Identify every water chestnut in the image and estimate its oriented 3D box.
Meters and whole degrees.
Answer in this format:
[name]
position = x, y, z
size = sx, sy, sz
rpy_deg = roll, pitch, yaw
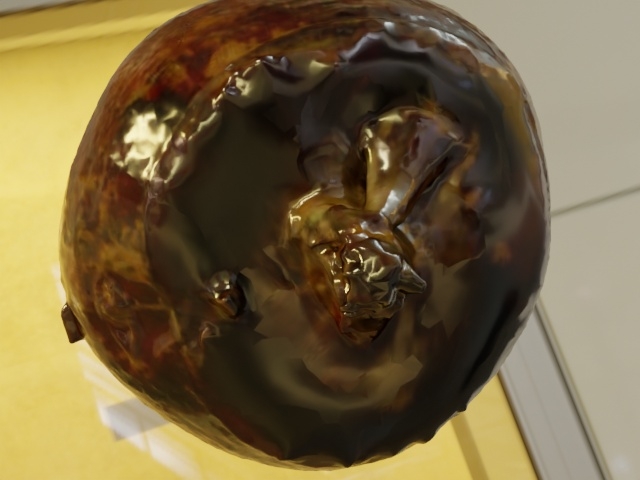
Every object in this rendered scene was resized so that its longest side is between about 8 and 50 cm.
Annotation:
[water chestnut]
position = 0.000, 0.000, 0.695
size = 0.351, 0.350, 0.302
rpy_deg = -17, 18, -15
